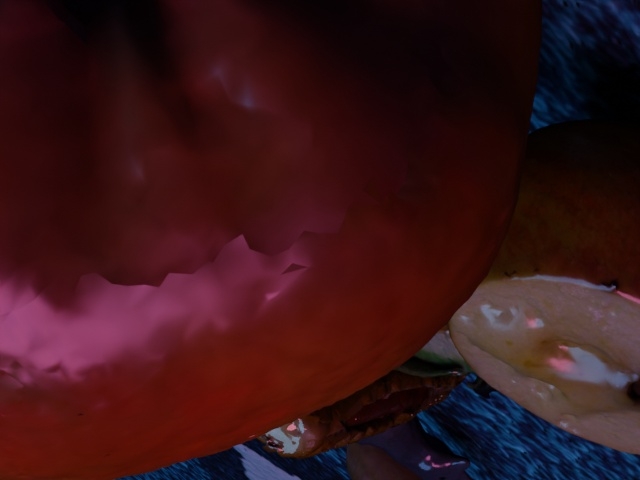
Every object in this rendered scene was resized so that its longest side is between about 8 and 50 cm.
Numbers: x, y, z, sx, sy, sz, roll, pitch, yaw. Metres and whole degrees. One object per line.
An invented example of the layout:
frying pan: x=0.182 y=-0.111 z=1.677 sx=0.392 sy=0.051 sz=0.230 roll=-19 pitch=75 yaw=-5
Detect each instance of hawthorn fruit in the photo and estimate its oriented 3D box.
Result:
hawthorn fruit: x=-0.124 y=-0.102 z=0.823 sx=0.472 sy=0.472 sz=0.472 roll=33 pitch=157 yaw=16

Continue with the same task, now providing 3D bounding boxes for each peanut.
peanut: x=0.085 y=0.238 z=1.583 sx=0.152 sy=0.076 sz=0.076 roll=39 pitch=158 yaw=16

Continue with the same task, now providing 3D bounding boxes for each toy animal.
toy animal: x=-0.006 y=0.103 z=1.448 sx=0.367 sy=0.081 sz=0.206 roll=36 pitch=169 yaw=10

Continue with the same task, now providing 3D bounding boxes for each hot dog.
hot dog: x=0.027 y=0.112 z=1.243 sx=0.083 sy=0.068 sz=0.289 roll=21 pitch=-166 yaw=25

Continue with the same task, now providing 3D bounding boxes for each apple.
apple: x=0.170 y=0.024 z=0.928 sx=0.173 sy=0.160 sz=0.195 roll=31 pitch=158 yaw=31

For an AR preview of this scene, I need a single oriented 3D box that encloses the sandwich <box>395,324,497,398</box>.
sandwich: x=0.019 y=-0.016 z=1.176 sx=0.292 sy=0.109 sz=0.212 roll=8 pitch=136 yaw=48
